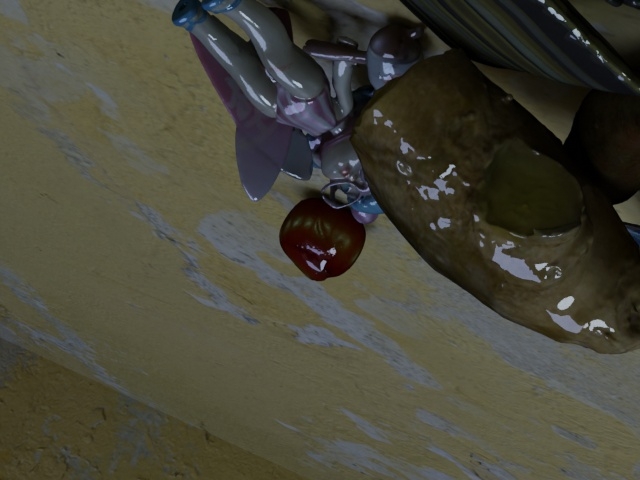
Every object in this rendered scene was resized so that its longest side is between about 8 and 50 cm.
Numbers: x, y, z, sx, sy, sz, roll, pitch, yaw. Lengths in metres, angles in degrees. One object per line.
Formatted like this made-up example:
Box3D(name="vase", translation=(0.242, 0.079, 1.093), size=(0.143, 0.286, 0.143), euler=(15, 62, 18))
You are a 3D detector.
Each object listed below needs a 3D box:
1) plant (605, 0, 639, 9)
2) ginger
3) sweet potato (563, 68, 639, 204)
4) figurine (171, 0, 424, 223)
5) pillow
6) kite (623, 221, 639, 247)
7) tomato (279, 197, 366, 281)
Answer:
Box3D(name="plant", translation=(0.164, -0.169, 1.006), size=(0.092, 0.094, 0.143), euler=(26, 173, -33))
Box3D(name="ginger", translation=(0.132, -0.008, 1.265), size=(0.270, 0.123, 0.219), euler=(51, 172, 3))
Box3D(name="sweet potato", translation=(0.214, -0.079, 1.235), size=(0.077, 0.077, 0.243), euler=(29, 163, 0))
Box3D(name="figurine", translation=(0.009, -0.125, 1.433), size=(0.205, 0.102, 0.260), euler=(-32, 123, 30))
Box3D(name="pillow", translation=(0.085, -0.171, 1.169), size=(0.208, 0.052, 0.212), euler=(39, 172, -29))
Box3D(name="kite", translation=(0.325, 0.033, 1.356), size=(0.368, 0.014, 0.406), euler=(20, 175, -9))
Box3D(name="tomato", translation=(0.000, 0.000, 1.830), size=(0.087, 0.075, 0.087), euler=(30, 166, 8))
